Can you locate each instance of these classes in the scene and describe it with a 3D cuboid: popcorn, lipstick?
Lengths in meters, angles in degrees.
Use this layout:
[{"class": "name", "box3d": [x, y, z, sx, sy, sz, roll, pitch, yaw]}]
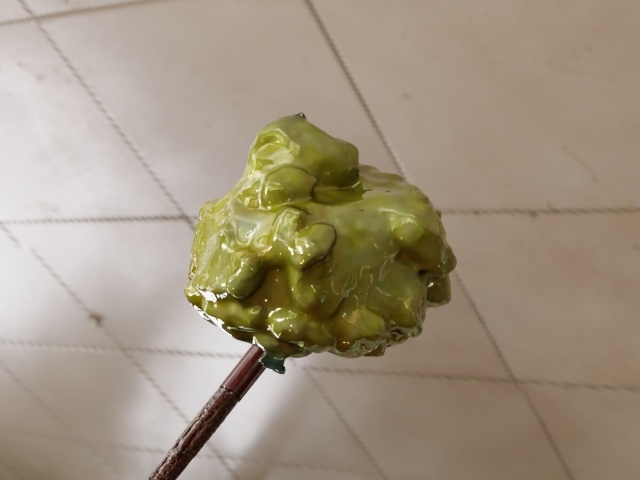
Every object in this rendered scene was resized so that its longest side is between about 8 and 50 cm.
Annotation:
[{"class": "popcorn", "box3d": [-0.003, 0.011, 0.729, 0.174, 0.173, 0.142, 29, 104, -9]}, {"class": "lipstick", "box3d": [-0.098, 0.160, 1.083, 0.027, 0.176, 0.027, 31, 155, 16]}]
